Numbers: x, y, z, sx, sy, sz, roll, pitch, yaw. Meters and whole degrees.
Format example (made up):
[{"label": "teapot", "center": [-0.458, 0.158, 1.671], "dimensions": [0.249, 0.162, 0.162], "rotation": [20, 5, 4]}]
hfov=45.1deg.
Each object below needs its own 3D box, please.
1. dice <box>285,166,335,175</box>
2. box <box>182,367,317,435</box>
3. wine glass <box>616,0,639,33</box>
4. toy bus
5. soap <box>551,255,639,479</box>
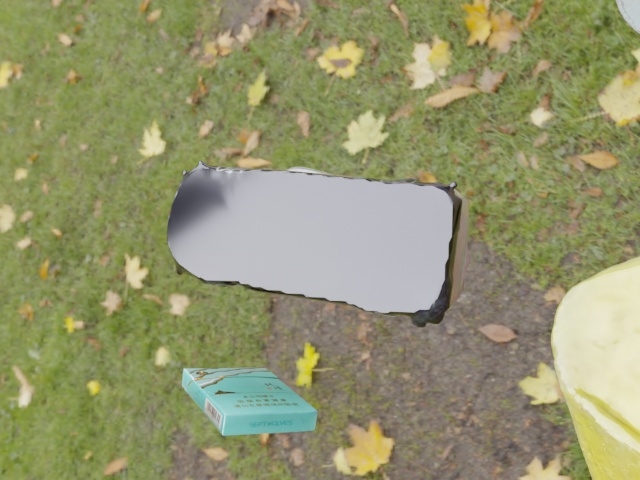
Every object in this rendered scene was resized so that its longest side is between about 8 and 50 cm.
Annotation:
[{"label": "dice", "center": [0.006, -0.027, 1.498], "dimensions": [0.192, 0.193, 0.194], "rotation": [16, 89, 37]}, {"label": "box", "center": [-0.127, 0.267, 1.309], "dimensions": [0.229, 0.162, 0.041], "rotation": [21, 105, 63]}, {"label": "wine glass", "center": [0.310, -0.257, 0.593], "dimensions": [0.165, 0.165, 0.196], "rotation": [5, 62, 42]}, {"label": "toy bus", "center": [0.000, 0.000, 0.997], "dimensions": [0.386, 0.162, 0.171], "rotation": [8, 88, 23]}, {"label": "soap", "center": [0.337, 0.192, 0.468], "dimensions": [0.306, 0.115, 0.427], "rotation": [-24, 100, 27]}]
